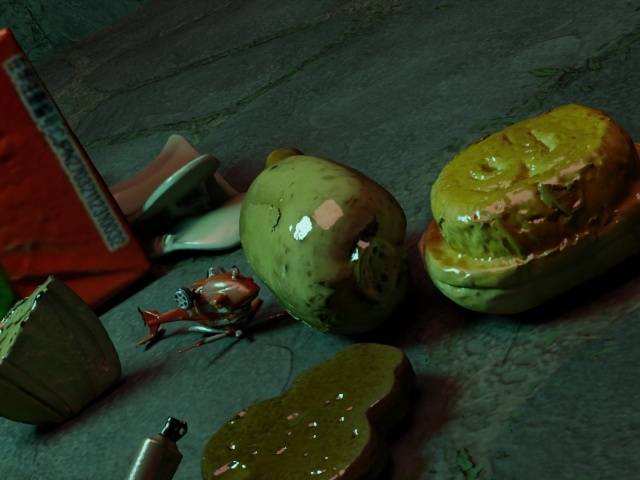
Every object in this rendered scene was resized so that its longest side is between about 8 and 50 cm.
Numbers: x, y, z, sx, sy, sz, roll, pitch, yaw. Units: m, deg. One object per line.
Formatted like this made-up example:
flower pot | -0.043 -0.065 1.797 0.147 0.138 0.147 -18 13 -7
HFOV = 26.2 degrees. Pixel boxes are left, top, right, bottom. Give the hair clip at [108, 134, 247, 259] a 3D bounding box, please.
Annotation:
hair clip | -0.181 -0.052 1.786 0.172 0.113 0.282 -36 18 -21

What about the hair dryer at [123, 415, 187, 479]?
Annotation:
hair dryer | -0.155 0.224 1.100 0.117 0.064 0.182 7 68 57

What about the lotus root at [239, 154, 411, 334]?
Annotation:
lotus root | 0.000 0.000 1.373 0.146 0.160 0.284 9 8 -27

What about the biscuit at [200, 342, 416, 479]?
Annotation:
biscuit | -0.033 0.196 1.122 0.183 0.047 0.320 -17 24 31

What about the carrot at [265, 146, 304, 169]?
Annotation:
carrot | -0.035 -0.049 1.671 0.057 0.057 0.224 -25 25 7

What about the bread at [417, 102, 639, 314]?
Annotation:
bread | 0.200 -0.028 1.250 0.236 0.120 0.198 -28 24 0

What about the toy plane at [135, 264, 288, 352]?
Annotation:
toy plane | -0.127 0.071 1.486 0.126 0.077 0.194 -28 11 -25

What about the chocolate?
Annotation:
chocolate | -0.444 -0.023 1.711 0.341 0.360 0.161 -32 9 -13

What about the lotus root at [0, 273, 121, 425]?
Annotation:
lotus root | -0.300 0.128 1.479 0.159 0.135 0.095 -44 22 -4
